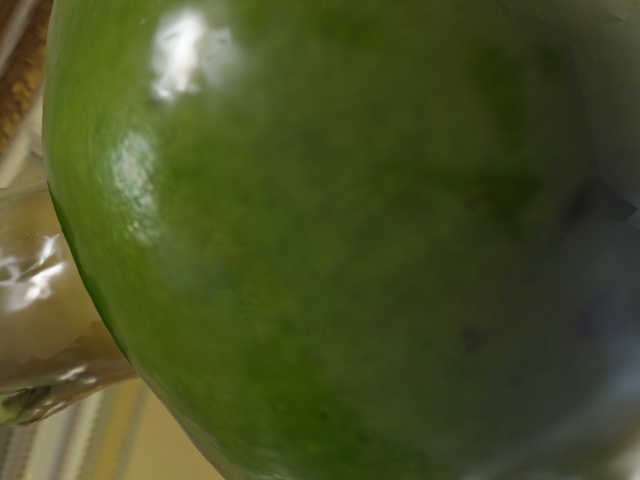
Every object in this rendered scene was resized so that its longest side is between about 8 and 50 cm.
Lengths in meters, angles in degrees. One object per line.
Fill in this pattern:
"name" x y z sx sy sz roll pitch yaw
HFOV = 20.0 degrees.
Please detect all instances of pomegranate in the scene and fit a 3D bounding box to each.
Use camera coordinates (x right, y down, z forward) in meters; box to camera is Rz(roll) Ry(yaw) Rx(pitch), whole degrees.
"pomegranate" 0.000 0.000 0.654 0.359 0.216 0.309 -21 -64 18
